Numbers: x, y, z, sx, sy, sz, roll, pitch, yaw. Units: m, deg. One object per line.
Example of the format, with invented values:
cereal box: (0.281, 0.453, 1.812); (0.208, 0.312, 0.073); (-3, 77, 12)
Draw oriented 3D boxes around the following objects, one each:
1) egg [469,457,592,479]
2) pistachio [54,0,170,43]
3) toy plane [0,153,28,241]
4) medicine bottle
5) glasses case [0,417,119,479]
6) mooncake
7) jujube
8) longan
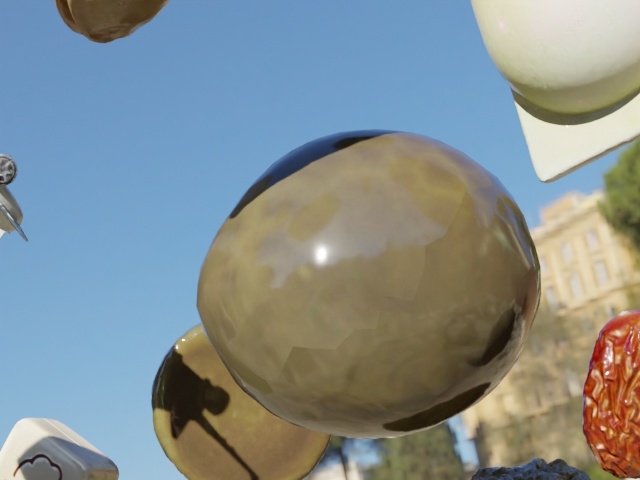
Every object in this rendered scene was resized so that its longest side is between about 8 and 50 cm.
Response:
egg: (0.228, 0.411, 1.728); (0.310, 0.279, 0.279); (-47, -5, -20)
pistachio: (-0.174, -0.315, 1.346); (0.163, 0.260, 0.213); (22, -8, 32)
toy plane: (-0.459, -0.099, 1.795); (0.101, 0.255, 0.251); (-46, 21, -14)
medicine bottle: (0.269, -0.281, 1.492); (0.236, 0.406, 0.235); (-11, -22, -4)
glasses case: (-0.390, 0.400, 1.832); (0.144, 0.336, 0.076); (29, 5, 30)
mooncake: (-0.120, 0.252, 2.210); (0.285, 0.284, 0.155); (-11, -2, -3)
jujube: (0.333, 0.161, 1.509); (0.109, 0.176, 0.112); (2, 6, 31)
longan: (0.057, 0.043, 1.603); (0.405, 0.336, 0.404); (-7, 17, 2)
